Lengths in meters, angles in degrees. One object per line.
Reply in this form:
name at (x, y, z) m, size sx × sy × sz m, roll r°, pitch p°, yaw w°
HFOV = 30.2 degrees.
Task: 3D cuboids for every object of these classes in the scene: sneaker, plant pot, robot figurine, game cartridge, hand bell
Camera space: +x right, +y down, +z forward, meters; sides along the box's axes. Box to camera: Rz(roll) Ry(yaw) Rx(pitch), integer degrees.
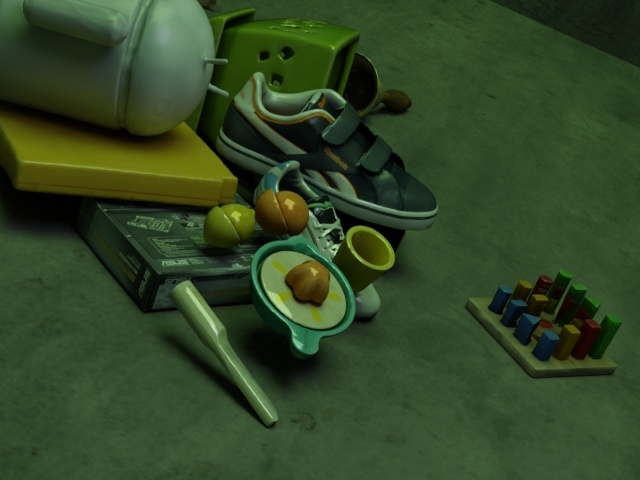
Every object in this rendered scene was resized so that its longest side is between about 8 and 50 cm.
sneaker at (0.023, -0.122, 1.612) m, size 0.321 × 0.127 × 0.126 m, roll 22°, pitch 23°, yaw -2°
plant pot at (-0.082, -0.229, 1.782) m, size 0.207 × 0.228 × 0.227 m, roll 18°, pitch 18°, yaw 5°
robot figurine at (-0.288, -0.251, 1.517) m, size 0.354 × 0.199 × 0.300 m, roll 15°, pitch -1°, yaw -1°
sneaker at (0.000, 0.000, 1.527) m, size 0.085 × 0.086 × 0.237 m, roll -21°, pitch 68°, yaw -46°
game cartridge at (-0.288, -0.125, 1.553) m, size 0.285 × 0.052 × 0.323 m, roll 5°, pitch 23°, yaw -27°
hand bell at (0.108, -0.267, 2.184) m, size 0.126 × 0.126 × 0.242 m, roll 36°, pitch 17°, yaw 27°

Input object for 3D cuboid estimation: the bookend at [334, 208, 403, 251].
bookend at (0.048, -0.041, 1.700) m, size 0.157 × 0.072 × 0.156 m, roll 23°, pitch 25°, yaw 4°

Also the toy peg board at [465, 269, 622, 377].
toy peg board at (0.314, 0.105, 1.624) m, size 0.161 × 0.079 × 0.161 m, roll 3°, pitch 31°, yaw -36°

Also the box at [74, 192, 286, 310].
box at (-0.157, 0.006, 1.462) m, size 0.231 × 0.056 × 0.183 m, roll -3°, pitch 34°, yaw -42°

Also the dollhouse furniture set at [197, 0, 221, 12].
dollhouse furniture set at (-0.313, -0.404, 1.753) m, size 0.303 × 0.355 × 0.174 m, roll 0°, pitch 18°, yaw -41°

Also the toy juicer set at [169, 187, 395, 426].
toy juicer set at (-0.052, 0.036, 1.351) m, size 0.209 × 0.089 × 0.329 m, roll 39°, pitch 39°, yaw 1°
